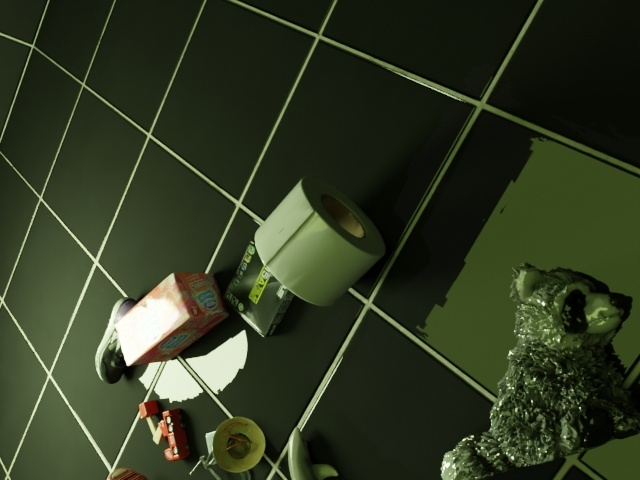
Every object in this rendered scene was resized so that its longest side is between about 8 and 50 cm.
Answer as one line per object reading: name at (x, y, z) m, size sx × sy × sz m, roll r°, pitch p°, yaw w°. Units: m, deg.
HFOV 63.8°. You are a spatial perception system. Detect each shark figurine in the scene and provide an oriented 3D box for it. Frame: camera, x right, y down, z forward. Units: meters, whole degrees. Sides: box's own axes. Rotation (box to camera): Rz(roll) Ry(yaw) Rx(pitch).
shark figurine at (-0.010, 0.583, 1.166) m, size 0.278 × 0.116 × 0.166 m, roll 31°, pitch 104°, yaw 35°

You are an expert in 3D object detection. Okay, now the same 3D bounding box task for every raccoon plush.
raccoon plush at (0.336, 0.237, 0.916) m, size 0.446 × 0.216 × 0.299 m, roll -33°, pitch 59°, yaw 28°

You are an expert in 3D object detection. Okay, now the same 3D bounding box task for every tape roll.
tape roll at (0.000, 0.000, 1.139) m, size 0.169 × 0.246 × 0.246 m, roll -47°, pitch 62°, yaw 23°

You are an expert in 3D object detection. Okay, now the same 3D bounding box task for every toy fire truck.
toy fire truck at (-0.463, 0.560, 1.521) m, size 0.135 × 0.047 × 0.192 m, roll -29°, pitch 70°, yaw 29°

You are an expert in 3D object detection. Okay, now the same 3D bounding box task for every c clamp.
c clamp at (-0.261, 0.623, 1.379) m, size 0.161 × 0.022 × 0.137 m, roll 33°, pitch 99°, yaw 22°

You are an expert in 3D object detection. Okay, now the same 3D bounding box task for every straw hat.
straw hat at (-0.211, 0.539, 1.335) m, size 0.144 × 0.144 × 0.061 m, roll 43°, pitch 147°, yaw 30°

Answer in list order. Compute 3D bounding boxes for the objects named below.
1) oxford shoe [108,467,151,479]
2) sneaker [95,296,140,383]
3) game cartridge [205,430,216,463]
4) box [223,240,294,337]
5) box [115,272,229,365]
oxford shoe at (-0.494, 0.801, 1.453) m, size 0.348 × 0.123 × 0.130 m, roll 37°, pitch 110°, yaw 23°
sneaker at (-0.615, 0.330, 1.620) m, size 0.124 × 0.107 × 0.283 m, roll 17°, pitch 95°, yaw 29°
game cartridge at (-0.287, 0.570, 1.417) m, size 0.056 × 0.017 × 0.083 m, roll -27°, pitch 71°, yaw 34°
box at (-0.154, 0.125, 1.353) m, size 0.184 × 0.045 × 0.190 m, roll 37°, pitch 107°, yaw 34°
box at (-0.428, 0.225, 1.468) m, size 0.300 × 0.154 × 0.142 m, roll -37°, pitch 66°, yaw 25°
